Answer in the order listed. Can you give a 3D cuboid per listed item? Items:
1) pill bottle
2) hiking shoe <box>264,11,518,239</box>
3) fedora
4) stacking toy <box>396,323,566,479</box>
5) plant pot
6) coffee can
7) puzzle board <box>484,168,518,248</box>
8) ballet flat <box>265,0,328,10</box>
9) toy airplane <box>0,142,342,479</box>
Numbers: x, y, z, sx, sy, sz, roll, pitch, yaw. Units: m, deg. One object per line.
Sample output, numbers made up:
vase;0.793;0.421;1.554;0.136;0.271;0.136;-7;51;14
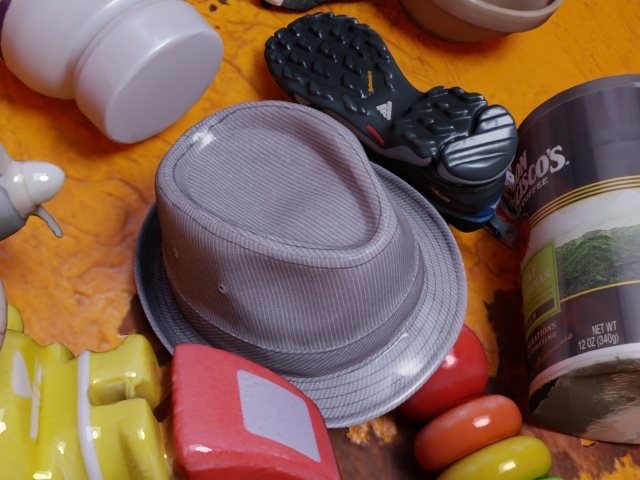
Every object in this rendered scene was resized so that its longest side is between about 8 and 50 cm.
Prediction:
pill bottle;-0.226;-0.230;0.618;0.301;0.169;0.169;46;53;8
hiking shoe;0.052;-0.112;0.713;0.113;0.132;0.304;-36;56;-18
fedora;-0.021;-0.009;0.546;0.243;0.124;0.275;-38;60;-21
stacking toy;0.143;0.201;0.545;0.141;0.141;0.331;-8;59;-28
plant pot;0.168;-0.322;0.887;0.237;0.110;0.238;12;56;-19
coffee can;0.283;0.019;0.663;0.201;0.201;0.276;15;56;-15
puzzle board;0.175;-0.062;0.790;0.128;0.011;0.096;39;53;2
ballet flat;0.001;-0.300;0.837;0.173;0.049;0.058;-20;68;-32
toy airplane;-0.219;0.099;0.348;0.386;0.273;0.384;32;40;20
